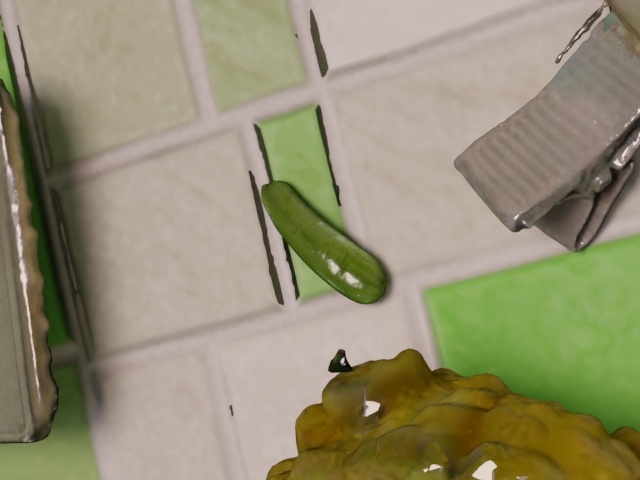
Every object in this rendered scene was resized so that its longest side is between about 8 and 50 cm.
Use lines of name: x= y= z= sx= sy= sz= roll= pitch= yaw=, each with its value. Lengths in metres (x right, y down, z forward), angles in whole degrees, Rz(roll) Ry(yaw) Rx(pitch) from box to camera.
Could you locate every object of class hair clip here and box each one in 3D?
hair clip: x=0.147 y=-0.101 z=0.757 sx=0.159 sy=0.071 sz=0.218 roll=46 pitch=105 yaw=21

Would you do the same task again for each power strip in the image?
power strip: x=-0.212 y=0.015 z=0.932 sx=0.213 sy=0.064 sz=0.198 roll=-8 pitch=88 yaw=40

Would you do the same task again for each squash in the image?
squash: x=-0.001 y=0.001 z=0.850 sx=0.089 sy=0.027 sz=0.027 roll=41 pitch=107 yaw=22

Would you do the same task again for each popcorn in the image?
popcorn: x=0.057 y=0.155 z=0.728 sx=0.218 sy=0.169 sz=0.189 roll=10 pitch=68 yaw=46
